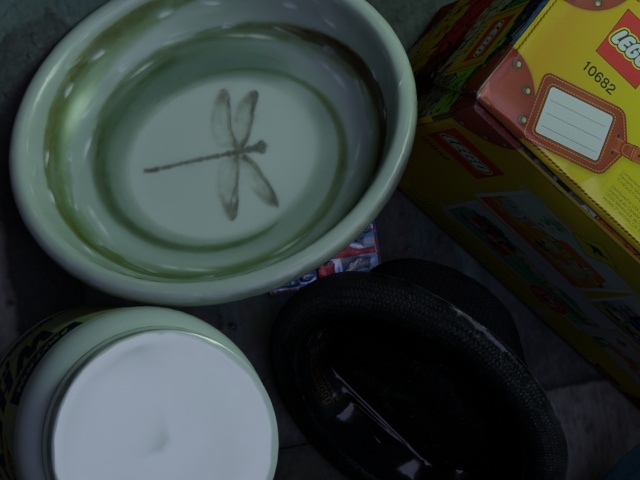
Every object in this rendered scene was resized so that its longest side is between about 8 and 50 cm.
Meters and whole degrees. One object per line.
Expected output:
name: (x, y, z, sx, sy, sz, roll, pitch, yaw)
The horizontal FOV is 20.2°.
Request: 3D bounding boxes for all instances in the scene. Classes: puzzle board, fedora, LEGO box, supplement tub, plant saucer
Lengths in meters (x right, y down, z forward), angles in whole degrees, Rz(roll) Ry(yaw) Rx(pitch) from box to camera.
puzzle board: (0.000, 0.000, 1.893, 0.128, 0.011, 0.096, -10, 92, -19)
fedora: (0.118, 0.133, 1.829, 0.334, 0.334, 0.152, 46, 46, -12)
LEGO box: (0.310, -0.029, 1.807, 0.500, 0.372, 0.193, 42, 77, -13)
supplement tub: (-0.179, 0.178, 1.665, 0.235, 0.325, 0.235, 1, 88, -18)
plant saucer: (-0.099, -0.091, 1.749, 0.400, 0.100, 0.400, -5, 56, 8)

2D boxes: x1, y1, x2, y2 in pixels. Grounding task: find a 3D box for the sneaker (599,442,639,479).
sneaker: (0.378, 0.330, 1.900, 0.208, 0.127, 0.319, 35, 123, -21)
